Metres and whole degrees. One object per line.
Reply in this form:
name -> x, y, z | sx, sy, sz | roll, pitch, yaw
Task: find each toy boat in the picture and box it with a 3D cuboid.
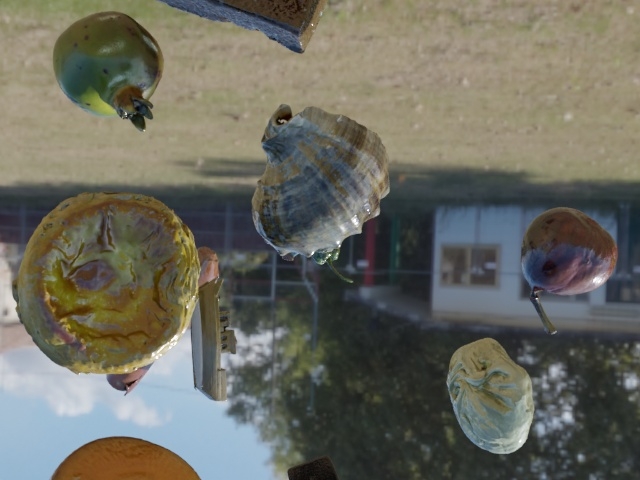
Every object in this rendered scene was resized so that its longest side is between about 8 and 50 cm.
toy boat -> -0.176, 0.166, 1.494 | 0.072, 0.206, 0.064 | 0, 178, -30

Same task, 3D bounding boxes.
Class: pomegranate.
pomegranate -> -0.373, -0.309, 1.598 | 0.198, 0.198, 0.246 | 4, -156, -31

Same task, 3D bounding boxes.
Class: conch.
conch -> -0.008, -0.062, 1.313 | 0.210, 0.159, 0.291 | 1, 153, 13

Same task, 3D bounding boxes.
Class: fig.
fig -> 0.499, 0.048, 1.902 | 0.203, 0.186, 0.249 | 18, 127, -35

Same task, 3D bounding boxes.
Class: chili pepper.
chili pepper -> 0.002, -0.002, 1.883 | 0.073, 0.204, 0.072 | -16, 147, -8

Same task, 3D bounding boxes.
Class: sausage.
sausage -> -0.377, 0.193, 2.134 | 0.094, 0.419, 0.094 | 35, -170, -15

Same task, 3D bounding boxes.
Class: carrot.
carrot -> -0.306, 0.462, 1.441 | 0.307, 0.258, 0.100 | 30, 147, -12

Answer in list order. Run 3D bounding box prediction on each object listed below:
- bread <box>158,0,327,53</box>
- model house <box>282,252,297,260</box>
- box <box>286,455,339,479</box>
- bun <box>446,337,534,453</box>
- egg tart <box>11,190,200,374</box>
bread -> -0.191, -0.527, 1.816 | 0.416, 0.165, 0.113 | 22, 166, 14
model house -> -0.042, -0.024, 2.057 | 0.148, 0.119, 0.148 | -35, -172, 0
box -> -0.014, 0.628, 2.295 | 0.125, 0.126, 0.027 | -18, 138, -7
bun -> 0.322, 0.306, 1.758 | 0.145, 0.230, 0.229 | 8, 176, -21
egg tart -> -0.330, 0.063, 1.382 | 0.294, 0.295, 0.116 | 3, 178, -25
